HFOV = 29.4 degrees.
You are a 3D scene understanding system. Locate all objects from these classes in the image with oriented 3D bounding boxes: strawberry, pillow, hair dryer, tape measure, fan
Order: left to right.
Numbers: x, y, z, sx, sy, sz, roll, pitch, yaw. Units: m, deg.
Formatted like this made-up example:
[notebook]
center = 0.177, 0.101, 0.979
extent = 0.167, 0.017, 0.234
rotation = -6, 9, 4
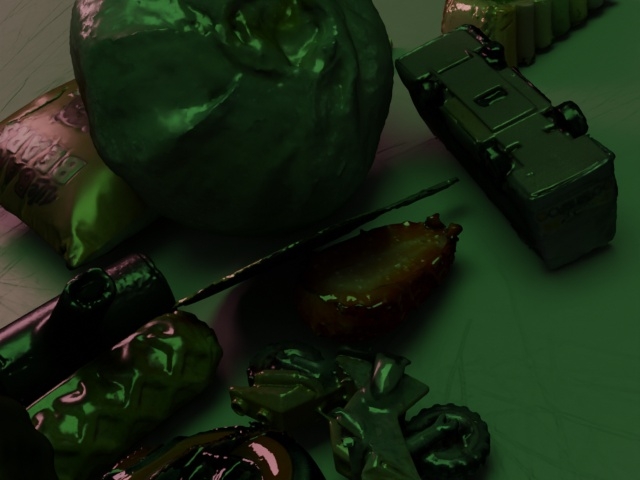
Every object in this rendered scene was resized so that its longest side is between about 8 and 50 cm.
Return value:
[hair dryer]
center = -0.218, 0.075, 1.126
extent = 0.197, 0.089, 0.251
rotation = -31, -4, -21
[pillow]
center = -0.249, -0.108, 1.426
extent = 0.312, 0.119, 0.310
rotation = -37, 47, -26
[tape measure]
center = -0.088, 0.236, 0.925
extent = 0.202, 0.135, 0.223
rotation = 3, 36, 37
[fan]
center = 0.000, -0.001, 1.186
extent = 0.335, 0.011, 0.229
rotation = -23, -2, -26
[strawberry]
center = 0.062, 0.044, 1.157
extent = 0.188, 0.082, 0.121
rotation = -25, 35, -34

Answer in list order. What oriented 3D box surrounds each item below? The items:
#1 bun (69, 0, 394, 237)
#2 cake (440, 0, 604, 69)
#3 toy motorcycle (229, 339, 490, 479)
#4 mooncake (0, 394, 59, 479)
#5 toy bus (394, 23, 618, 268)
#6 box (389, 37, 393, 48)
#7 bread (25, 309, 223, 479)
[bun]
center = -0.084, -0.183, 1.265
extent = 0.362, 0.362, 0.211
rotation = -34, 0, -20
[cake]
center = 0.251, -0.291, 1.489
extent = 0.225, 0.090, 0.109
rotation = -36, 37, -23
[toy motorcycle]
center = 0.021, 0.155, 1.013
extent = 0.229, 0.094, 0.130
rotation = 20, 49, 27
[mooncake]
center = -0.318, 0.210, 0.964
extent = 0.228, 0.124, 0.228
rotation = -3, 79, 15
[toy bus]
center = 0.188, -0.099, 1.240
extent = 0.112, 0.138, 0.317
rotation = -26, 39, -2
[box]
center = 0.043, -0.233, 1.553
extent = 0.093, 0.015, 0.058
rotation = -4, 41, 17
[bread]
center = -0.202, 0.158, 1.106
extent = 0.269, 0.098, 0.087
rotation = -37, 84, -23
